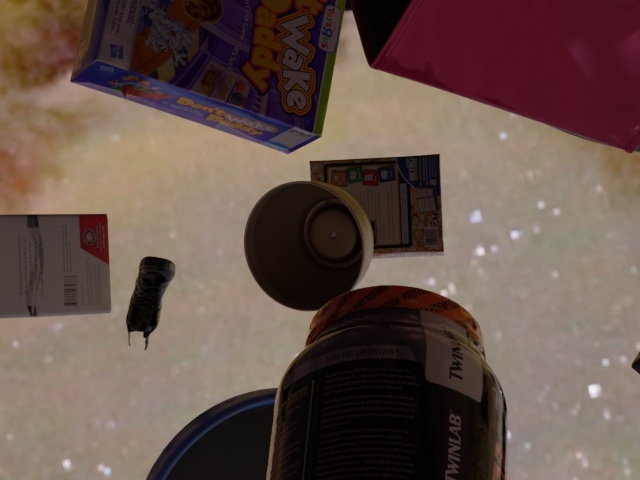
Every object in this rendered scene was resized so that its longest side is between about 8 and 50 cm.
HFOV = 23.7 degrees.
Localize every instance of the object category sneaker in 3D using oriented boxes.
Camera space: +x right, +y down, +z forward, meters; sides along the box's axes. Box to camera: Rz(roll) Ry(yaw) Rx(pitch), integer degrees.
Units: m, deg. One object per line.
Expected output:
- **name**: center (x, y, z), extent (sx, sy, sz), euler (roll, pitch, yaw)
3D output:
- **sneaker**: center (-0.238, 0.087, 2.106), extent (0.051, 0.089, 0.170), euler (12, 159, -11)

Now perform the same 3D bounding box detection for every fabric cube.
- **fabric cube**: center (0.187, -0.270, 1.242), extent (0.258, 0.259, 0.254), euler (16, -142, -23)

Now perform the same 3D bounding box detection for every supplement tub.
- **supplement tub**: center (0.051, 0.202, 1.199), extent (0.194, 0.193, 0.316), euler (-9, -132, 18)

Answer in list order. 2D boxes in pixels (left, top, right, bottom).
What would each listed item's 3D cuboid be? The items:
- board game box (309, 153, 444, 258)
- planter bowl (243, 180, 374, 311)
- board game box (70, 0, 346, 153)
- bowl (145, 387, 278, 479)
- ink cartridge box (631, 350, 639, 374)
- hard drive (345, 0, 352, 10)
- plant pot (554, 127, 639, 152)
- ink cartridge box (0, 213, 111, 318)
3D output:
- **board game box**: center (0.083, -0.048, 2.242), extent (0.193, 0.146, 0.045), euler (-2, 170, 5)
- **planter bowl**: center (0.000, 0.000, 1.909), extent (0.162, 0.162, 0.109), euler (-7, -174, 25)
- **board game box**: center (-0.088, -0.286, 1.481), extent (0.233, 0.347, 0.078), euler (17, 162, -24)
- **bowl**: center (-0.057, 0.374, 1.963), extent (0.391, 0.391, 0.077), euler (-19, -162, -18)
- **ink cartridge box**: center (0.580, 0.209, 1.965), extent (0.065, 0.333, 0.165), euler (-43, 169, -50)
- **hard drive**: center (0.109, -0.321, 1.757), extent (0.172, 0.054, 0.254), euler (0, -157, 21)
- **plant pot**: center (0.349, -0.204, 1.787), extent (0.234, 0.165, 0.165), euler (33, -145, 25)
- **ink cartridge box**: center (-0.306, 0.028, 1.633), extent (0.150, 0.109, 0.063), euler (-1, 178, -29)
